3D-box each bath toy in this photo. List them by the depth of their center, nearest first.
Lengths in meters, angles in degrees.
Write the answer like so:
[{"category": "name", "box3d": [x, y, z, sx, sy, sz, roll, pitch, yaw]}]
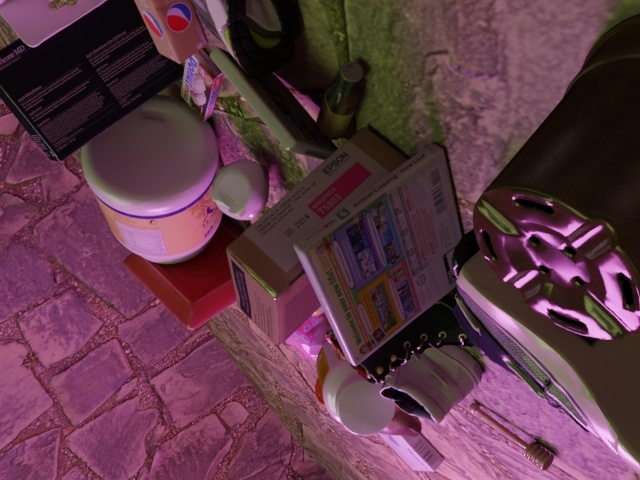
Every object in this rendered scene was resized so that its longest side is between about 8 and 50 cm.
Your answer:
[{"category": "bath toy", "box3d": [-0.040, 0.006, 1.106, 0.348, 0.151, 0.129, 45, -156, 6]}]

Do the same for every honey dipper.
[{"category": "honey dipper", "box3d": [0.306, 0.315, 1.078, 0.160, 0.030, 0.030, 32, 155, 44]}]

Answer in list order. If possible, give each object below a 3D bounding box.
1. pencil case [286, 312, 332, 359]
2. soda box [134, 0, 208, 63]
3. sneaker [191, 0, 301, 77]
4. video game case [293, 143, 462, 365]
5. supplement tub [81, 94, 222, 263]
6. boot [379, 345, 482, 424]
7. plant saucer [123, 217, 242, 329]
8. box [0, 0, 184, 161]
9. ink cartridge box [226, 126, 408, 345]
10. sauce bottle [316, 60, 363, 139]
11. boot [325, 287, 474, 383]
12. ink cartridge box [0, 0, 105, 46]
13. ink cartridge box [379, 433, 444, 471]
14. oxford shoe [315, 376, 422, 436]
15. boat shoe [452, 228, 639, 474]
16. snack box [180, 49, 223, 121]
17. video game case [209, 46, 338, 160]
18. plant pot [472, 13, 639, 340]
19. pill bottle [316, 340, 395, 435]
[{"category": "pencil case", "box3d": [-0.064, 0.118, 1.372, 0.124, 0.124, 0.284, 14, 142, 58]}, {"category": "soda box", "box3d": [-0.224, -0.344, 0.918, 0.061, 0.058, 0.181, 34, 157, 35]}, {"category": "sneaker", "box3d": [-0.121, -0.314, 0.685, 0.121, 0.111, 0.300, 38, 157, 38]}, {"category": "video game case", "box3d": [0.081, 0.023, 0.753, 0.023, 0.193, 0.212, 40, 161, 44]}, {"category": "supplement tub", "box3d": [-0.315, -0.103, 1.296, 0.241, 0.241, 0.331, 44, 161, 12]}, {"category": "boot", "box3d": [0.133, 0.203, 1.090, 0.258, 0.123, 0.095, 22, 148, 52]}, {"category": "plant saucer", "box3d": [-0.262, 0.042, 1.458, 0.259, 0.258, 0.048, 37, 144, 29]}, {"category": "box", "box3d": [-0.386, -0.279, 1.080, 0.103, 0.261, 0.184, 17, 143, 57]}, {"category": "ink cartridge box", "box3d": [0.000, 0.000, 0.820, 0.088, 0.234, 0.193, 42, 159, 16]}, {"category": "sauce bottle", "box3d": [0.024, -0.161, 0.760, 0.042, 0.042, 0.128, 46, 159, 8]}, {"category": "boot", "box3d": [0.140, 0.135, 0.860, 0.236, 0.178, 0.085, 39, 159, 28]}, {"category": "ink cartridge box", "box3d": [-0.448, -0.478, 0.916, 0.353, 0.207, 0.119, 51, 162, -10]}, {"category": "ink cartridge box", "box3d": [0.180, 0.475, 1.629, 0.223, 0.045, 0.224, 46, 161, 7]}, {"category": "oxford shoe", "box3d": [0.095, 0.355, 1.472, 0.132, 0.130, 0.363, 38, 173, -20]}, {"category": "boat shoe", "box3d": [0.274, 0.130, 0.683, 0.340, 0.127, 0.158, 49, 169, 23]}, {"category": "snack box", "box3d": [-0.197, -0.256, 1.080, 0.064, 0.022, 0.178, 50, 161, -1]}, {"category": "video game case", "box3d": [-0.049, -0.161, 0.802, 0.157, 0.019, 0.143, 52, -161, 15]}, {"category": "plant pot", "box3d": [0.200, -0.034, 0.432, 0.167, 0.165, 0.167, 41, 159, 19]}, {"category": "pill bottle", "box3d": [0.068, 0.266, 1.227, 0.136, 0.136, 0.246, 51, -179, -9]}]
